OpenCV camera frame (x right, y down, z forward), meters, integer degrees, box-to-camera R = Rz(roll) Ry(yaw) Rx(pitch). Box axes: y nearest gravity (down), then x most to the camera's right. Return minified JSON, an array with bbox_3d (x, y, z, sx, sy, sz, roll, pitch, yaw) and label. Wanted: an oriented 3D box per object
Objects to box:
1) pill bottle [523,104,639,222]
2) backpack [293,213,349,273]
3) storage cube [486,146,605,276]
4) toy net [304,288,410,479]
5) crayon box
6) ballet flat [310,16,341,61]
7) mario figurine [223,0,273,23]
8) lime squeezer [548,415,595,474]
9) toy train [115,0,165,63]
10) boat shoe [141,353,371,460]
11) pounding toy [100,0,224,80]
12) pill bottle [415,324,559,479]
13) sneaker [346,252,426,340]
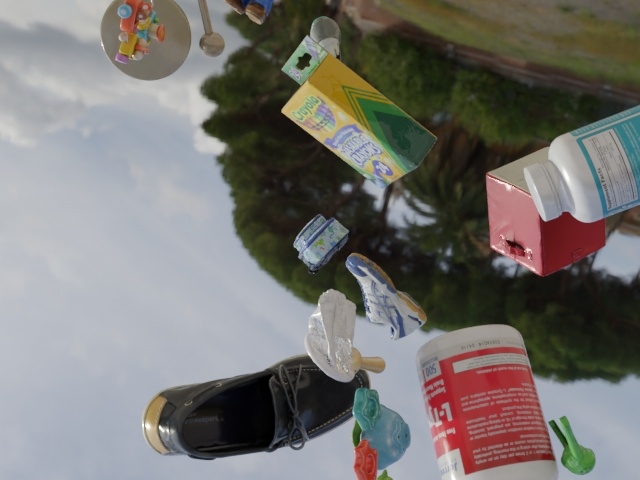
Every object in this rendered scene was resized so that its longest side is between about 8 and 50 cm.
[{"bbox_3d":[0.456,-0.118,1.501,0.264,0.146,0.146,-21,-162,7],"label":"pill bottle"},{"bbox_3d":[0.000,0.000,1.961,0.084,0.105,0.114,43,163,1],"label":"backpack"},{"bbox_3d":[0.494,-0.067,2.123,0.215,0.193,0.184,-22,-149,-22],"label":"storage cube"},{"bbox_3d":[0.027,0.152,0.931,0.045,0.232,0.122,-8,-146,30],"label":"toy net"},{"bbox_3d":[0.052,-0.248,1.943,0.323,0.083,0.203,38,162,-7],"label":"crayon box"},{"bbox_3d":[0.023,-0.441,2.271,0.072,0.213,0.068,-20,-113,-3],"label":"ballet flat"},{"bbox_3d":[-0.129,-0.721,2.435,0.198,0.320,0.170,30,-179,-15],"label":"mario figurine"},{"bbox_3d":[0.462,0.387,1.809,0.110,0.059,0.310,46,180,15],"label":"lime squeezer"},{"bbox_3d":[-0.262,-0.329,1.451,0.046,0.125,0.166,19,-153,-1],"label":"toy train"},{"bbox_3d":[-0.099,0.335,1.920,0.501,0.186,0.156,-5,-178,-31],"label":"boat shoe"},{"bbox_3d":[-0.327,-0.438,1.993,0.237,0.182,0.110,-15,-158,5],"label":"pounding toy"},{"bbox_3d":[0.337,0.391,1.922,0.229,0.229,0.407,3,-118,-29],"label":"pill bottle"},{"bbox_3d":[0.159,0.165,2.693,0.296,0.131,0.112,45,-167,-15],"label":"sneaker"}]
